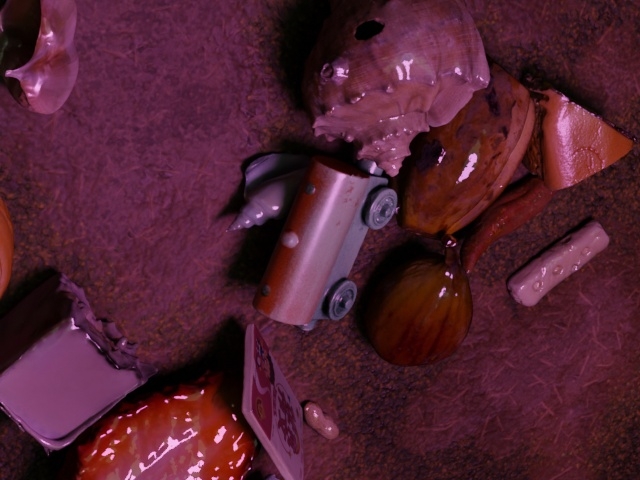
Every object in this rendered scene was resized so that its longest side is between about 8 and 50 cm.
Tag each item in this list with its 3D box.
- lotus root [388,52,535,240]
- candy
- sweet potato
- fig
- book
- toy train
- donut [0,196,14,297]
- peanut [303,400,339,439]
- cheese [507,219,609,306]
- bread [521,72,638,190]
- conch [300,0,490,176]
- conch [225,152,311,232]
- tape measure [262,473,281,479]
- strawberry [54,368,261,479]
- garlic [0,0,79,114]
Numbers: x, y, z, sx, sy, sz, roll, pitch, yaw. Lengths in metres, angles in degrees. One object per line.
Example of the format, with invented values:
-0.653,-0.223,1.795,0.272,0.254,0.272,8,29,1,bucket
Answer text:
0.210,-0.131,1.889,0.193,0.193,0.291,28,98,-32,lotus root
-0.365,0.173,1.772,0.195,0.137,0.185,-41,123,-2,candy
0.296,-0.037,2.031,0.255,0.078,0.058,-41,123,-19,sweet potato
0.167,0.078,1.956,0.170,0.145,0.274,-5,141,-20,fig
-0.069,0.256,1.918,0.022,0.162,0.232,-12,136,14,book
0.000,0.000,1.851,0.177,0.116,0.285,3,115,-54,toy train
-0.547,0.045,1.514,0.449,0.198,0.449,-43,144,-42,donut
-0.001,0.292,2.059,0.037,0.037,0.083,-41,123,-4,peanut
0.399,0.038,2.136,0.194,0.043,0.065,-37,118,-5,cheese
0.402,-0.188,1.983,0.160,0.140,0.169,-14,117,-13,bread
0.092,-0.251,1.744,0.263,0.186,0.324,-10,110,10,conch
-0.073,-0.072,1.854,0.180,0.088,0.065,-40,168,-16,conch
-0.118,0.530,1.992,0.259,0.138,0.262,-40,160,-51,tape measure
-0.240,0.327,1.907,0.336,0.149,0.265,-42,111,-15,strawberry
-0.360,-0.249,1.613,0.124,0.099,0.174,-3,113,-41,garlic
